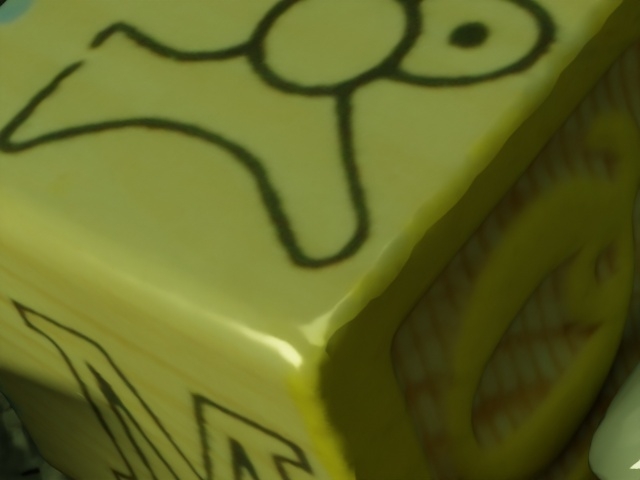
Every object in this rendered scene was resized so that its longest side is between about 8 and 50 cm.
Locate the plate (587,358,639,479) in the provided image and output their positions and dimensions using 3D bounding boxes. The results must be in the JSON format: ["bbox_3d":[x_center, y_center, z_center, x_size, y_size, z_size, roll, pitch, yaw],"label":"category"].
[{"bbox_3d":[0.270,0.022,0.558,0.277,0.045,0.278,25,59,25],"label":"plate"}]

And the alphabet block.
[{"bbox_3d":[0.000,0.000,0.600,0.197,0.193,0.192,24,61,34],"label":"alphabet block"}]

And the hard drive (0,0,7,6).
[{"bbox_3d":[-0.234,-0.070,0.842,0.254,0.054,0.172,-9,47,12],"label":"hard drive"}]
